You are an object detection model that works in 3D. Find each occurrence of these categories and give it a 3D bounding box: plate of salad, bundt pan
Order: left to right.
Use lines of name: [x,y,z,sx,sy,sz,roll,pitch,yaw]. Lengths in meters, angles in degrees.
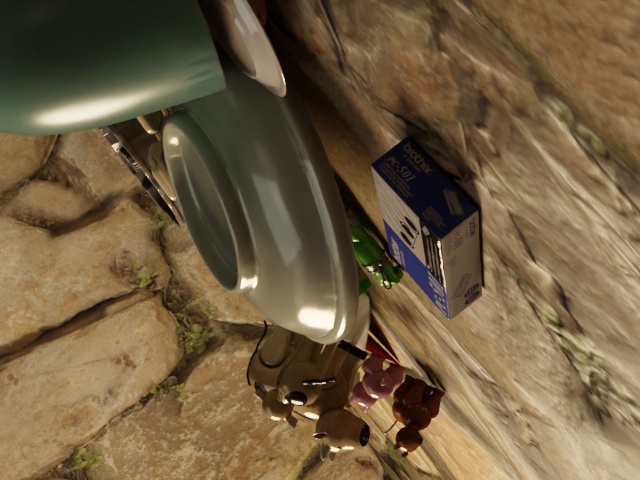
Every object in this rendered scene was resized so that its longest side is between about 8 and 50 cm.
bundt pan: [-0.317,-0.186,2.324,0.331,0.124,0.331,49,171,11]
plate of salad: [-0.081,-0.226,1.156,0.200,0.048,0.200,54,172,11]

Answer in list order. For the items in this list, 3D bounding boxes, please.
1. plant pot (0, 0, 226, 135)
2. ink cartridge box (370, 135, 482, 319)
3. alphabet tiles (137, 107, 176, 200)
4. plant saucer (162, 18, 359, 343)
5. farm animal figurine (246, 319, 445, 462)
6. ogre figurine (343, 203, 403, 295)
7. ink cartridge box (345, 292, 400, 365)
plant pot: [-0.255,-0.234,1.174,0.293,0.235,0.293,156,90,-86]
ink cartridge box: [0.102,-0.006,1.135,0.097,0.046,0.207,49,172,22]
alphabet tiles: [-0.166,-0.133,1.615,0.278,0.021,0.284,57,-158,-33]
plant saucer: [-0.092,-0.054,1.386,0.400,0.100,0.400,54,158,35]
farm animal figurine: [0.001,0.225,1.809,0.330,0.172,0.326,32,173,-41]
ogre figurine: [0.000,0.000,1.516,0.197,0.097,0.118,30,150,51]
ink cartridge box: [-0.018,0.034,1.944,0.308,0.091,0.385,45,-174,33]
